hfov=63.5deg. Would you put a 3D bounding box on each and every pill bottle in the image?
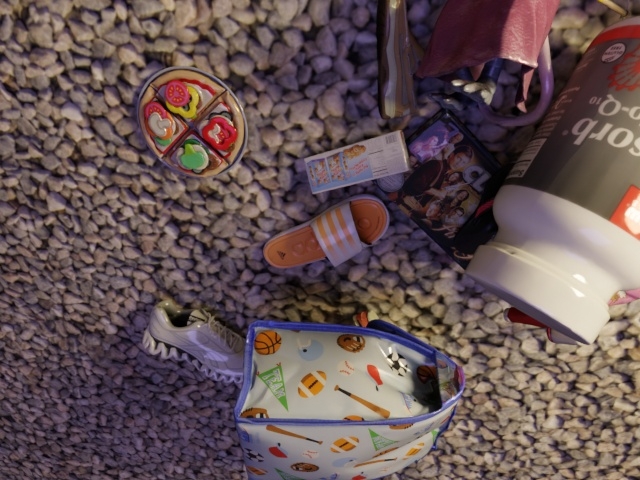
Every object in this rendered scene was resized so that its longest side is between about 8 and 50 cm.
[{"bbox_3d":[0.353,-0.068,0.649,0.210,0.210,0.363,31,91,-8],"label":"pill bottle"}]

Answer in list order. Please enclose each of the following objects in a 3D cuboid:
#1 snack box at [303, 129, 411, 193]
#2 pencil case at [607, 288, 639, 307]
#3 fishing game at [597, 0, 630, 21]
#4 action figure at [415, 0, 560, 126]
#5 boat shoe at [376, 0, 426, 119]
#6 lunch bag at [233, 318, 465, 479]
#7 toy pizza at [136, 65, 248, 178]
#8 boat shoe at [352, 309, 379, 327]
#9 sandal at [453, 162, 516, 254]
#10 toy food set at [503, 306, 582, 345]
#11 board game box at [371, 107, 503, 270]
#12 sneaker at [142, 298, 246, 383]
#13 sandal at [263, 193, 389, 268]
[{"bbox_3d":[0.057,-0.125,0.845,0.178,0.022,0.064,-11,97,31],"label":"snack box"},{"bbox_3d":[0.565,-0.018,0.749,0.386,0.167,0.160,-19,109,21],"label":"pencil case"},{"bbox_3d":[0.392,-0.383,0.560,0.041,0.189,0.264,45,121,34],"label":"fishing game"},{"bbox_3d":[0.251,-0.336,0.605,0.275,0.248,0.370,11,102,-36],"label":"action figure"},{"bbox_3d":[0.120,-0.272,0.754,0.072,0.068,0.190,-5,131,1],"label":"boat shoe"},{"bbox_3d":[0.052,0.315,0.985,0.385,0.239,0.328,3,140,2],"label":"lunch bag"},{"bbox_3d":[-0.224,-0.195,0.889,0.201,0.032,0.201,6,123,9],"label":"toy pizza"},{"bbox_3d":[0.112,0.201,1.055,0.043,0.049,0.137,-19,114,26],"label":"boat shoe"},{"bbox_3d":[0.274,-0.040,0.820,0.067,0.040,0.179,24,123,-3],"label":"sandal"},{"bbox_3d":[0.385,0.103,0.907,0.232,0.111,0.104,42,152,-27],"label":"toy food set"},{"bbox_3d":[0.225,-0.079,0.857,0.243,0.042,0.165,41,121,-14],"label":"board game box"},{"bbox_3d":[-0.238,0.217,1.114,0.292,0.110,0.118,18,115,0],"label":"sneaker"},{"bbox_3d":[0.005,0.009,0.940,0.265,0.076,0.102,-24,114,24],"label":"sandal"}]
